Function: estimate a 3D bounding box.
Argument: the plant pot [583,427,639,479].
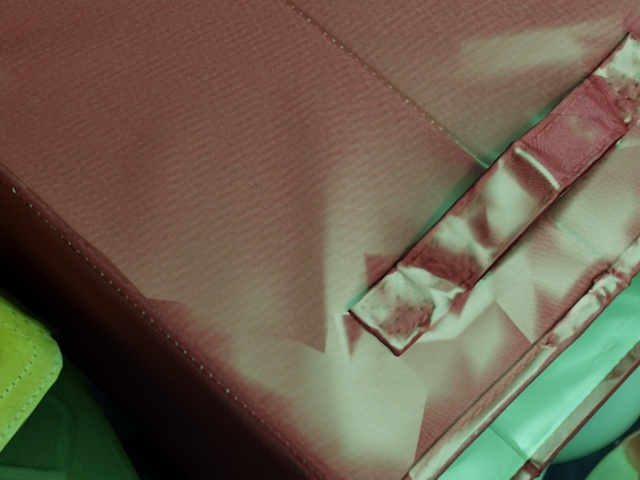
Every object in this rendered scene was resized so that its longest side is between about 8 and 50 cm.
[{"bbox_3d":[0.247,0.154,0.682,0.243,0.275,0.275,-4,44,-46],"label":"plant pot"}]

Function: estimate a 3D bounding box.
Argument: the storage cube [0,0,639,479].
[{"bbox_3d":[0.008,-0.013,0.485,0.193,0.183,0.215,42,-16,16],"label":"storage cube"}]

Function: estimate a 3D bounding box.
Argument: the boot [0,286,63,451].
[{"bbox_3d":[-0.174,0.007,0.355,0.211,0.104,0.295,34,12,2],"label":"boot"}]

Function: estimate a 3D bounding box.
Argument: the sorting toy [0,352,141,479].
[{"bbox_3d":[-0.145,0.041,0.574,0.307,0.041,0.229,17,24,-45],"label":"sorting toy"}]

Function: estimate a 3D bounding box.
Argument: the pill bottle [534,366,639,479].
[{"bbox_3d":[0.100,0.001,0.695,0.146,0.146,0.264,36,47,-2],"label":"pill bottle"}]
